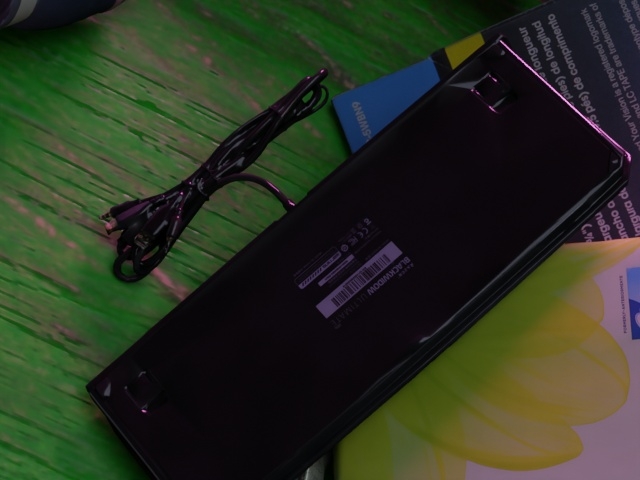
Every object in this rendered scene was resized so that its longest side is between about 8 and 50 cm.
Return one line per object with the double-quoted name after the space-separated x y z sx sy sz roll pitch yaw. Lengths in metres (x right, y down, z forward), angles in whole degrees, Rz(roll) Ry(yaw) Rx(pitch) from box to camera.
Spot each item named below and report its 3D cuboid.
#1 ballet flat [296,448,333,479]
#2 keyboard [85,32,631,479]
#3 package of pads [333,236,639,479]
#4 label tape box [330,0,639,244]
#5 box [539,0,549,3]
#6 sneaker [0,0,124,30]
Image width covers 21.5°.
-0.013 0.103 0.977 0.052 0.057 0.168 19 65 -39 "ballet flat"
0.000 0.000 0.960 0.317 0.033 0.201 -40 66 -5 "keyboard"
0.153 0.119 0.938 0.297 0.101 0.229 -6 69 15 "package of pads"
0.208 -0.041 1.066 0.334 0.106 0.240 -22 79 12 "label tape box"
0.177 -0.317 1.119 0.142 0.154 0.300 33 49 -9 "box"
-0.199 -0.272 1.018 0.131 0.112 0.319 -11 79 -42 "sneaker"
